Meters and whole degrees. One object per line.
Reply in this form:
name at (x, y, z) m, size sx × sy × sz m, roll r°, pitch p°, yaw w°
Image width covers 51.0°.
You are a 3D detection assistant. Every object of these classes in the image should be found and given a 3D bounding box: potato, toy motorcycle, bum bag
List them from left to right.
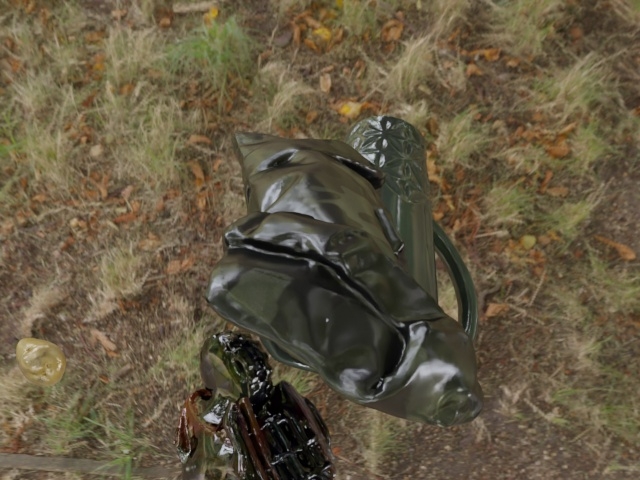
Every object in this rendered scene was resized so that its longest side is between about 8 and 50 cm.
potato at (-0.408, 0.173, 0.975) m, size 0.062 × 0.083 × 0.068 m, roll 7°, pitch 111°, yaw -44°
toy motorcycle at (-0.042, 0.297, 0.675) m, size 0.134 × 0.207 × 0.401 m, roll -13°, pitch 62°, yaw -49°
bum bag at (0.000, 0.000, 0.444) m, size 0.143 × 0.340 × 0.095 m, roll 19°, pitch 112°, yaw -13°

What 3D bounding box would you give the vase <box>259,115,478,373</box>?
vase at (0.065, 0.003, 0.714) m, size 0.250 × 0.156 × 0.301 m, roll 27°, pitch 47°, yaw -16°
